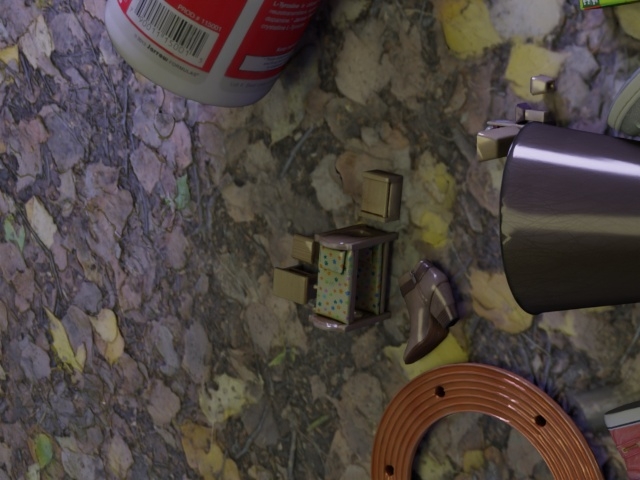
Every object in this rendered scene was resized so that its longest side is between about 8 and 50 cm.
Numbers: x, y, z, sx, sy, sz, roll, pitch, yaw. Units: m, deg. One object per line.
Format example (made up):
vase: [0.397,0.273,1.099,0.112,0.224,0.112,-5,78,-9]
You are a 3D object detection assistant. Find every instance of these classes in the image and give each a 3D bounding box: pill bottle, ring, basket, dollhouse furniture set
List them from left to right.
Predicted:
pill bottle: [-0.075,-0.373,1.576,0.229,0.229,0.407,48,126,23]
dollhouse furniture set: [0.000,0.000,1.673,0.161,0.101,0.182,16,109,38]
ring: [0.199,0.306,1.613,0.337,0.032,0.336,10,105,40]
dollhouse furniture set: [0.188,-0.131,1.477,0.081,0.114,0.091,12,109,43]
basket: [0.315,-0.020,1.369,0.227,0.154,0.204,2,98,37]

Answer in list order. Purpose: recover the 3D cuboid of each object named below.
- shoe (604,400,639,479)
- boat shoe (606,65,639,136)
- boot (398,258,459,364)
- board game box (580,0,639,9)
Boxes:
shoe: [0.379,0.198,1.415,0.178,0.063,0.081,-24,84,47]
boat shoe: [0.388,-0.172,1.269,0.103,0.118,0.320,51,141,3]
boot: [0.118,0.082,1.634,0.118,0.042,0.087,-48,61,35]
board game box: [0.342,-0.287,1.354,0.181,0.043,0.092,-2,98,42]
